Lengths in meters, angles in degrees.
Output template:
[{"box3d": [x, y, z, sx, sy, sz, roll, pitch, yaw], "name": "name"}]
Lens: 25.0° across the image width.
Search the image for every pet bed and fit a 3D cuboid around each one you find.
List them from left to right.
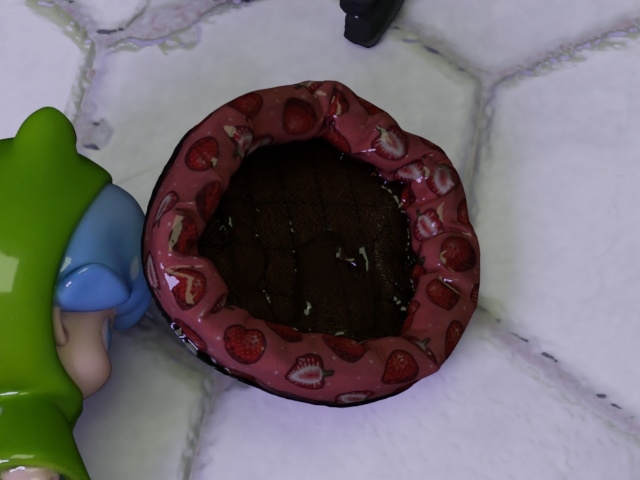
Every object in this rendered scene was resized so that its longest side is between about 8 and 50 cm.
[{"box3d": [0.000, 0.000, 0.797, 0.201, 0.053, 0.201, 12, 62, -24], "name": "pet bed"}]

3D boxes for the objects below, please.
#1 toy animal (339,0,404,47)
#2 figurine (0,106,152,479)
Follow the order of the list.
[{"box3d": [-0.021, -0.227, 0.931, 0.245, 0.114, 0.146, 26, 75, -5], "name": "toy animal"}, {"box3d": [-0.165, 0.064, 0.777, 0.143, 0.162, 0.263, 8, 70, -17], "name": "figurine"}]
